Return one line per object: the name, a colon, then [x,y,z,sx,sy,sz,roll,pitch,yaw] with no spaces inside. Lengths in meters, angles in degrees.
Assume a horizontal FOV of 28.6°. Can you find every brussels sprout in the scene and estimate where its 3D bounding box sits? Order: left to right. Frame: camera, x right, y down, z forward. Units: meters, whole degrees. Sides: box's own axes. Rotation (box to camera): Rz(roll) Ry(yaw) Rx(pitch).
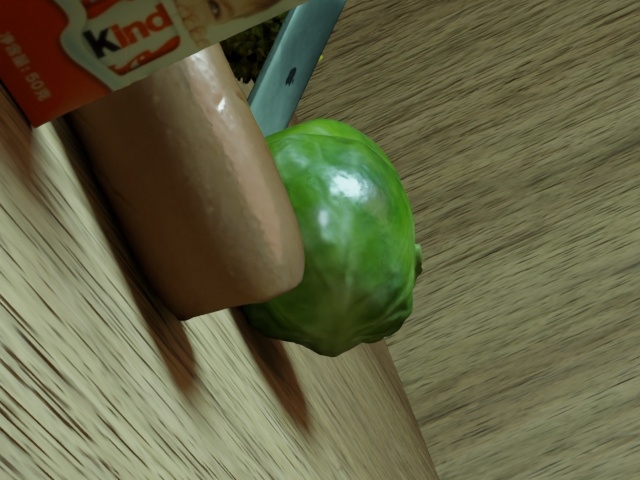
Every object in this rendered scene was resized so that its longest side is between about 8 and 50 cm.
brussels sprout: [0.000,0.000,1.243,0.244,0.244,0.244,-25,90,-86]

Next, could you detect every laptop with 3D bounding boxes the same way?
laptop: [-0.044,-0.219,1.656,0.015,0.269,0.187,26,5,14]

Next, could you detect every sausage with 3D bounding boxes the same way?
sausage: [-0.113,-0.092,0.882,0.121,0.121,0.304,-51,117,-85]

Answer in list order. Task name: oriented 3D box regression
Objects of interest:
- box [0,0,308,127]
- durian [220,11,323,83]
box: [-0.111,-0.224,0.692,0.048,0.264,0.273,-107,171,-52]
durian: [-0.101,-0.355,1.722,0.293,0.258,0.258,87,-15,-53]
